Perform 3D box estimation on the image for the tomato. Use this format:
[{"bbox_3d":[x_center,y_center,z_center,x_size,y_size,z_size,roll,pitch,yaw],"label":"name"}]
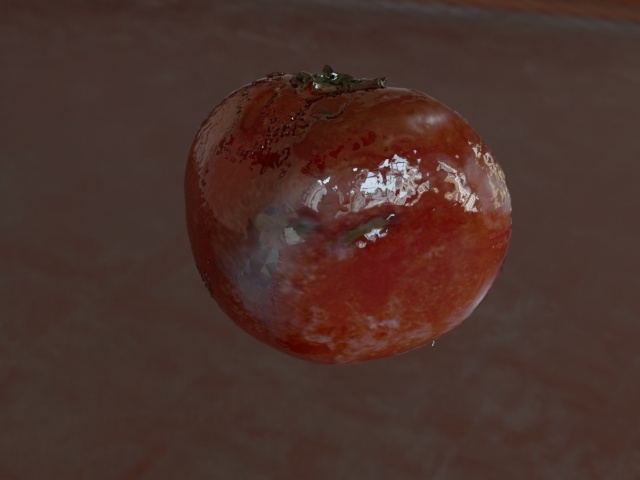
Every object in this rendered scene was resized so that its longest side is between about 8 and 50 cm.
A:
[{"bbox_3d":[0.000,0.000,1.029,0.189,0.173,0.099,11,29,24],"label":"tomato"}]
